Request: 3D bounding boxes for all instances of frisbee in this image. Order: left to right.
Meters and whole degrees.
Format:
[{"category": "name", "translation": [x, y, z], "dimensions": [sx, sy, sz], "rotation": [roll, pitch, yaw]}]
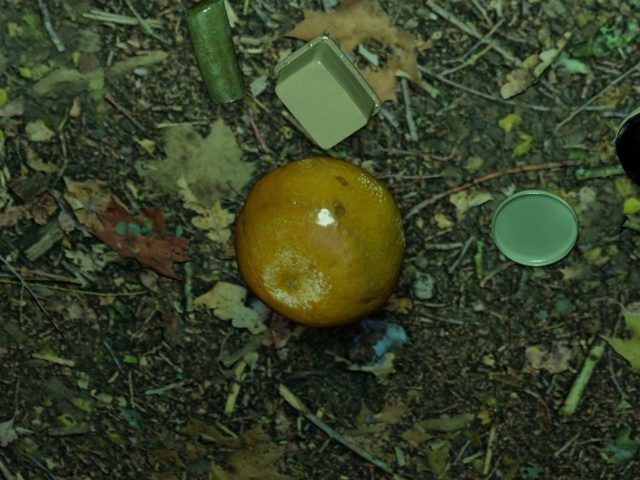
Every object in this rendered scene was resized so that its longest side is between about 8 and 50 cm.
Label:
[{"category": "frisbee", "translation": [0.269, -0.016, 1.877], "dimensions": [0.110, 0.014, 0.110], "rotation": [4, 122, 7]}]

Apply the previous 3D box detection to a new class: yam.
[{"category": "yam", "translation": [-0.127, -0.228, 1.802], "dimensions": [0.054, 0.054, 0.132], "rotation": [-7, 120, 14]}]

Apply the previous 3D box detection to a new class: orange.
[{"category": "orange", "translation": [0.000, 0.000, 1.847], "dimensions": [0.224, 0.170, 0.224], "rotation": [16, 130, 19]}]

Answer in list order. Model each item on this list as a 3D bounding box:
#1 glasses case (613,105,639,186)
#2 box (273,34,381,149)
[{"category": "glasses case", "translation": [0.487, -0.151, 1.715], "dimensions": [0.314, 0.075, 0.122], "rotation": [-29, 118, 28]}, {"category": "box", "translation": [0.005, -0.174, 1.803], "dimensions": [0.089, 0.062, 0.122], "rotation": [-31, 111, 25]}]
